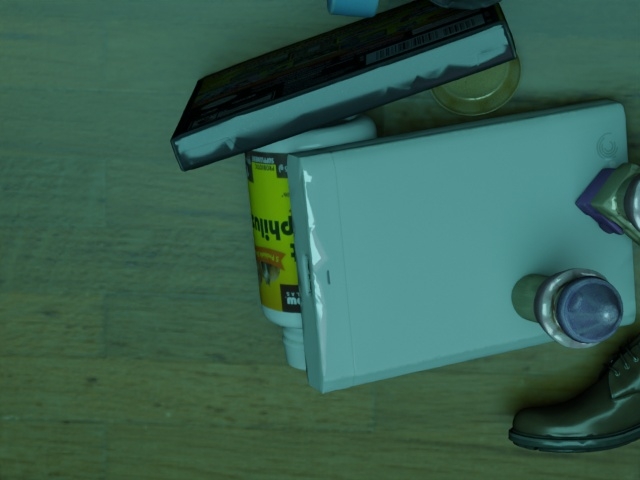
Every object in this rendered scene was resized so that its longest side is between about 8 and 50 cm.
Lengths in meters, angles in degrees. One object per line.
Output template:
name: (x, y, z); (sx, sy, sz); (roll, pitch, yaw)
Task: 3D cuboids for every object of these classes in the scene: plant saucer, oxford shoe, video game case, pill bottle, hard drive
plant saucer: (0.134, -0.149, 1.697); (0.083, 0.015, 0.083); (-2, 122, -4)
oxford shoe: (0.273, 0.132, 1.742); (0.227, 0.083, 0.096); (-15, 100, -6)
video game case: (0.020, -0.140, 1.592); (0.275, 0.248, 0.035); (-19, 104, 7)
pill bottle: (0.000, 0.000, 1.695); (0.117, 0.117, 0.215); (-5, 104, 3)
hard drive: (0.126, 0.001, 1.665); (0.307, 0.040, 0.203); (-11, 105, -22)

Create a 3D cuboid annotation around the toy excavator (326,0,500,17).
toy excavator: (-0.051, -0.399, 1.526); (0.445, 0.222, 0.433); (3, 103, -4)

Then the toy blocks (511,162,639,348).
toy blocks: (0.362, 0.017, 1.576); (0.288, 0.260, 0.309); (36, 85, -11)
